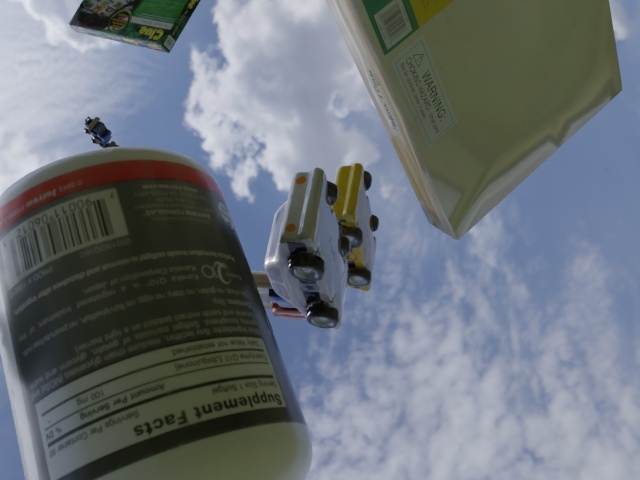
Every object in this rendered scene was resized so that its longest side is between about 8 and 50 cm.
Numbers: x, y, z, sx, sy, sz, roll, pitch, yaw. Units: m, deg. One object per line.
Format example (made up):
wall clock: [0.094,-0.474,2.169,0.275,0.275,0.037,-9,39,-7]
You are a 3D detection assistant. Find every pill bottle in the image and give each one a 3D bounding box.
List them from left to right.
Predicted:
pill bottle: [-0.130,0.125,0.564,0.210,0.210,0.362,-2,-120,-39]

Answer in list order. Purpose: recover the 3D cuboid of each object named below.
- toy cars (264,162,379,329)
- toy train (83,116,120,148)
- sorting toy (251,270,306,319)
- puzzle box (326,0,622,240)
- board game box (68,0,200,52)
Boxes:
toy cars: [0.000,0.000,0.819,0.394,0.087,0.176,-29,-59,-75]
toy train: [-0.321,-0.134,1.113,0.027,0.036,0.158,-56,-31,-22]
sorting toy: [-0.132,0.077,1.001,0.308,0.229,0.041,4,-103,-1]
puzzle box: [0.152,-0.224,0.669,0.272,0.052,0.408,-40,-49,-10]
board game box: [-0.343,-0.426,1.311,0.136,0.260,0.030,-61,-32,-13]
